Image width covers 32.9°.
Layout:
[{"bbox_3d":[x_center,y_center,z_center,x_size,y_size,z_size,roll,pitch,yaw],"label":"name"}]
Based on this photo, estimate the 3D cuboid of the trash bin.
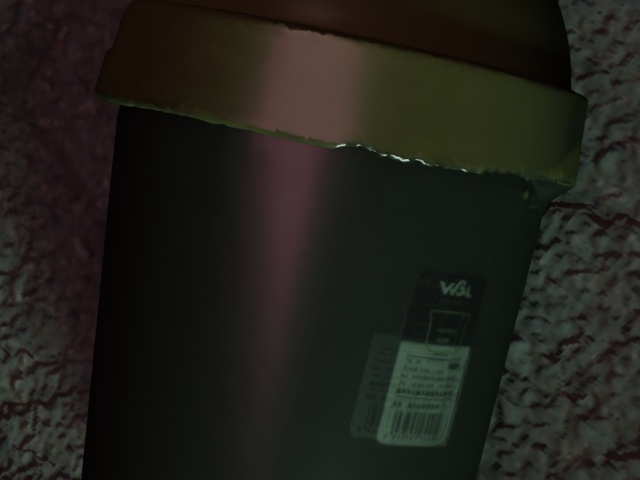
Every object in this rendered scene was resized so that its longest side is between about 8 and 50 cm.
[{"bbox_3d":[0.000,0.000,0.490,0.214,0.214,0.334,12,99,19],"label":"trash bin"}]
